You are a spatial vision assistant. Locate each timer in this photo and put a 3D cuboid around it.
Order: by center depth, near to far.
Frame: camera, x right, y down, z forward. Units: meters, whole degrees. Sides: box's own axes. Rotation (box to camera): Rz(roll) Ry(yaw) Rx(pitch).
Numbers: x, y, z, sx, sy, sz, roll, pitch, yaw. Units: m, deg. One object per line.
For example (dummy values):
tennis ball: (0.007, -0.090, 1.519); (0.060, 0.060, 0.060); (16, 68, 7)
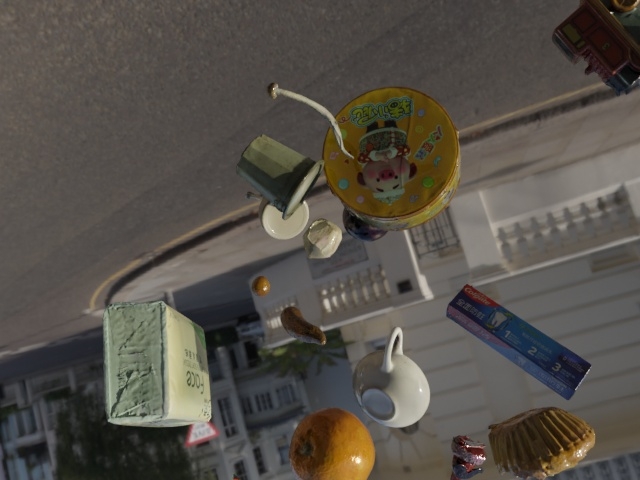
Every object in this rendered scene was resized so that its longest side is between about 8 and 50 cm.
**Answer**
timer: (-0.170, -0.129, 2.152); (0.175, 0.175, 0.266); (-13, -154, -19)

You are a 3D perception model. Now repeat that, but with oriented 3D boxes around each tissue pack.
tissue pack: (-0.475, 0.382, 1.776); (0.205, 0.331, 0.405); (-8, 161, 4)

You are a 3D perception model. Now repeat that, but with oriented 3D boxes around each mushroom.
mushroom: (-0.015, -0.340, 1.632); (0.068, 0.306, 0.043); (-53, -172, 17)

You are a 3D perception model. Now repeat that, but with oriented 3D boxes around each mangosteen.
mangosteen: (0.177, -0.096, 2.202); (0.210, 0.209, 0.210); (-16, 172, -2)

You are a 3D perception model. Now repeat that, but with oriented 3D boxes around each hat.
hat: (0.491, 0.799, 2.095); (0.129, 0.227, 0.140); (31, -168, 35)

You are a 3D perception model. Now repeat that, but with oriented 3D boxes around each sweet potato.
sweet potato: (-0.075, 0.327, 2.218); (0.097, 0.097, 0.292); (-13, -158, -24)

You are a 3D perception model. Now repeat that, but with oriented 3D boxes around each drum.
drum: (0.226, -0.247, 1.832); (0.431, 0.431, 0.214); (-18, 167, 12)

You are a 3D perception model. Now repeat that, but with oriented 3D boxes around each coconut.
coconut: (0.000, 0.000, 1.752); (0.124, 0.110, 0.110); (-60, 176, -8)

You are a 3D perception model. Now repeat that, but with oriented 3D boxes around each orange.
orange: (0.036, 0.745, 2.082); (0.312, 0.312, 0.312); (-16, 172, -2)
orange: (-0.240, 0.185, 2.383); (0.085, 0.085, 0.085); (-16, 172, -2)

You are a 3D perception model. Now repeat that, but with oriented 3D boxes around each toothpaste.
toothpaste: (0.435, 0.221, 1.327); (0.076, 0.320, 0.066); (-43, 150, -22)

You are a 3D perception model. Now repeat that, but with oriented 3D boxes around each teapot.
teapot: (0.123, 0.259, 1.056); (0.145, 0.226, 0.092); (14, -152, 24)

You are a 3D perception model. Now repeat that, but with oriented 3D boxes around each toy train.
toy train: (0.818, -0.572, 1.673); (0.232, 0.369, 0.163); (-39, 171, 17)

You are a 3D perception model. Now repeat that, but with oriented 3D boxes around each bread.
bread: (0.572, 0.523, 1.553); (0.274, 0.149, 0.274); (-24, 167, -6)

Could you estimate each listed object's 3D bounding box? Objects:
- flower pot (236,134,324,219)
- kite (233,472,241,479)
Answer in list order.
flower pot: (-0.123, -0.198, 1.738); (0.212, 0.203, 0.212); (-53, 171, -12)
kite: (-0.234, 0.761, 1.809); (0.090, 0.122, 0.004); (-33, 152, -41)
